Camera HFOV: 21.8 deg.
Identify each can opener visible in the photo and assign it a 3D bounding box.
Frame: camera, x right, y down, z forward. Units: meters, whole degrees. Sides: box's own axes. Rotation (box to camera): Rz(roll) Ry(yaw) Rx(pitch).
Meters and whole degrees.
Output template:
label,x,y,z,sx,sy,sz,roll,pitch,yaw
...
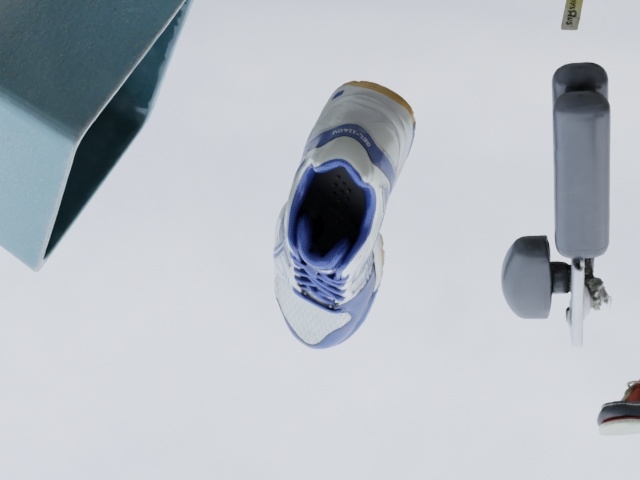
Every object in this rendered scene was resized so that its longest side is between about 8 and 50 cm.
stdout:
label,x,y,z,sx,sy,sz,roll,pitch,yaw
can opener,0.200,-0.020,1.376,0.093,0.280,0.074,1,-136,4

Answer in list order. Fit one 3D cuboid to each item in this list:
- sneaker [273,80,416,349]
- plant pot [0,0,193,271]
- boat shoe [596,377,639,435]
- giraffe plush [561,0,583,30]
label,x,y,z,sx,sy,sz,roll,pitch,yaw
sneaker,0.000,0.000,1.500,0.112,0.296,0.131,18,-140,9
plant pot,-0.306,-0.171,1.633,0.252,0.248,0.247,30,-125,0
boat shoe,0.239,0.119,1.205,0.049,0.043,0.137,-11,170,37
giraffe plush,0.281,-0.373,1.887,0.181,0.170,0.210,-8,-124,4
